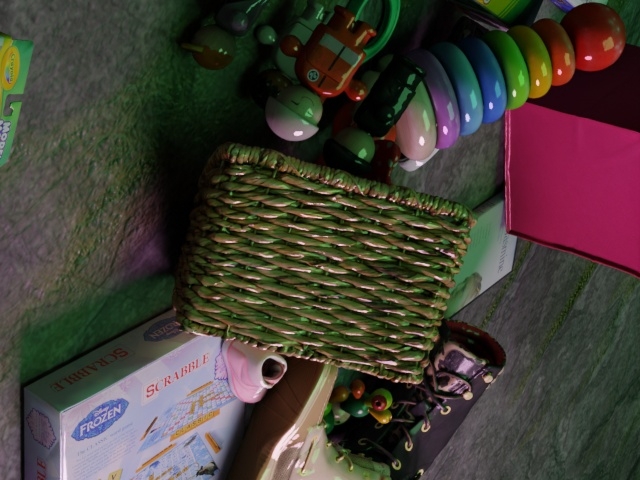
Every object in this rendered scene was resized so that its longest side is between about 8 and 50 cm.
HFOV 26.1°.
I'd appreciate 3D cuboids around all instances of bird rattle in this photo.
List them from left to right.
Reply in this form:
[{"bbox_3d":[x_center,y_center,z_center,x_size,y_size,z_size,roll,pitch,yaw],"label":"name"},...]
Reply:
[{"bbox_3d":[0.039,-0.110,1.679,0.253,0.143,0.207,81,18,-69],"label":"bird rattle"}]

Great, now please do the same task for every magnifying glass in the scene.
[{"bbox_3d":[0.026,-0.221,1.689,0.231,0.026,0.092,-54,148,-13],"label":"magnifying glass"}]

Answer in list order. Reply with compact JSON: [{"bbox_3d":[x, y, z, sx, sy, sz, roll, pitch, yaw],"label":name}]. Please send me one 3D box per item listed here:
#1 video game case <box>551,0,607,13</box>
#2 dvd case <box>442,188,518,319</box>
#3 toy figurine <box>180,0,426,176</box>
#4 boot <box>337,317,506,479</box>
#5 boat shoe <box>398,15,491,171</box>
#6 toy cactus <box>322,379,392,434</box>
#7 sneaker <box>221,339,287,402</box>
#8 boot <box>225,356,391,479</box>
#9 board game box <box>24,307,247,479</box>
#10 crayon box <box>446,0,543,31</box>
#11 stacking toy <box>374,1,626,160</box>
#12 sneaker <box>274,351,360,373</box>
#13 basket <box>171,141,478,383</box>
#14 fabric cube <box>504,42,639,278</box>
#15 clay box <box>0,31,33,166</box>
[{"bbox_3d":[0.385,-0.468,1.998,0.269,0.061,0.244,17,100,-59],"label":"video game case"},{"bbox_3d":[0.243,0.028,2.209,0.253,0.022,0.180,-33,138,-40],"label":"dvd case"},{"bbox_3d":[-0.018,-0.181,1.475,0.148,0.209,0.213,-56,151,5],"label":"toy figurine"},{"bbox_3d":[0.132,0.264,2.028,0.284,0.138,0.377,-55,163,14],"label":"boot"},{"bbox_3d":[0.154,-0.199,1.863,0.070,0.078,0.219,30,94,-26],"label":"boat shoe"},{"bbox_3d":[0.017,0.251,1.919,0.219,0.112,0.180,-37,180,21],"label":"toy cactus"},{"bbox_3d":[-0.073,0.166,1.670,0.051,0.070,0.134,-51,149,-25],"label":"sneaker"},{"bbox_3d":[0.010,0.264,1.773,0.203,0.095,0.262,16,105,-31],"label":"boot"},{"bbox_3d":[-0.214,0.248,1.653,0.319,0.066,0.318,-28,135,-45],"label":"board game box"},{"bbox_3d":[0.216,-0.456,1.708,0.363,0.106,0.313,17,99,-59],"label":"crayon box"},{"bbox_3d":[0.242,-0.217,1.774,0.330,0.141,0.141,-20,136,-11],"label":"stacking toy"},{"bbox_3d":[0.008,0.133,1.873,0.236,0.130,0.323,-30,156,-12],"label":"sneaker"},{"bbox_3d":[0.000,0.000,1.560,0.213,0.299,0.223,-103,-152,-71],"label":"basket"},{"bbox_3d":[0.464,-0.136,2.161,0.258,0.259,0.254,-34,133,-40],"label":"fabric cube"},{"bbox_3d":[-0.350,-0.125,1.172,0.222,0.053,0.127,-5,116,-55],"label":"clay box"}]
